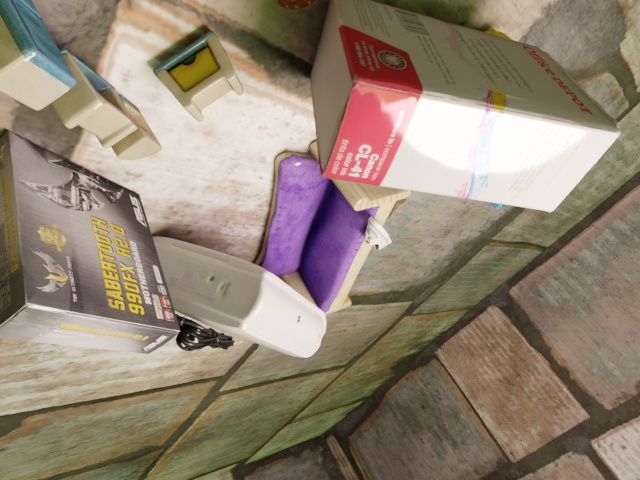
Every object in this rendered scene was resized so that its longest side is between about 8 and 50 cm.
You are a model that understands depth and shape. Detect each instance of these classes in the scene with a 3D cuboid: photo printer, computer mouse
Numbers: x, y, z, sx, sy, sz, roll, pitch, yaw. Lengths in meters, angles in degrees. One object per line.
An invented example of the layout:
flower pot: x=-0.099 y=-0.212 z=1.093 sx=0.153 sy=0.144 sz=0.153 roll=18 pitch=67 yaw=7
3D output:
photo printer: x=-0.139 y=0.111 z=0.768 sx=0.107 sy=0.256 sz=0.307 roll=-68 pitch=154 yaw=-15
computer mouse: x=-0.266 y=0.117 z=0.644 sx=0.184 sy=0.262 sz=0.060 roll=87 pitch=24 yaw=-74

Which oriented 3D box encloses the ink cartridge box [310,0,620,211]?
ink cartridge box: x=0.151 y=-0.168 z=0.541 sx=0.307 sy=0.226 sz=0.131 roll=8 pitch=136 yaw=-14

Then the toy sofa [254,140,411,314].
toy sofa: x=0.000 y=0.000 z=0.820 sx=0.177 sy=0.150 sz=0.362 roll=-15 pitch=146 yaw=-30

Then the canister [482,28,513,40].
canister: x=0.208 y=-0.268 z=0.699 sx=0.170 sy=0.073 sz=0.126 roll=-12 pitch=144 yaw=-28

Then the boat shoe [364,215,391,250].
boat shoe: x=0.088 y=-0.007 z=0.710 sx=0.035 sy=0.035 sz=0.100 roll=-41 pitch=157 yaw=2

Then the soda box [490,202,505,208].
soda box: x=0.285 y=-0.157 z=0.794 sx=0.071 sy=0.210 sz=0.067 roll=-15 pitch=145 yaw=-28

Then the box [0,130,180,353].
box: x=-0.270 y=0.008 z=0.499 sx=0.056 sy=0.231 sz=0.183 roll=-36 pitch=149 yaw=12

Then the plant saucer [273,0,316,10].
plant saucer: x=-0.025 y=-0.301 z=0.490 sx=0.084 sy=0.013 sz=0.083 roll=-24 pitch=149 yaw=-15

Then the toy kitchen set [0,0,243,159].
toy kitchen set: x=-0.194 y=-0.194 z=0.427 sx=0.166 sy=0.122 sz=0.207 roll=-34 pitch=170 yaw=1
